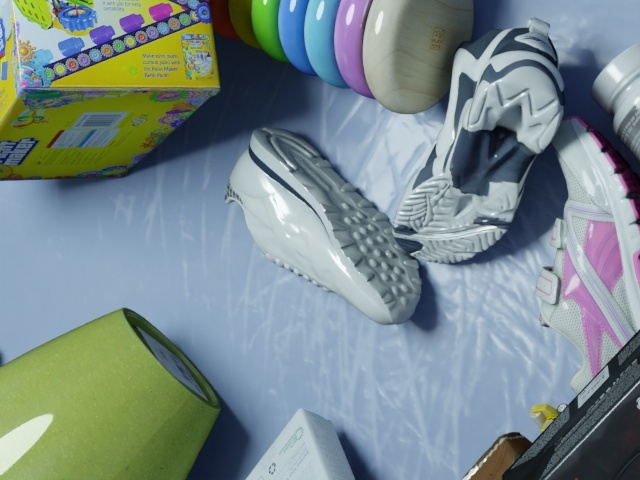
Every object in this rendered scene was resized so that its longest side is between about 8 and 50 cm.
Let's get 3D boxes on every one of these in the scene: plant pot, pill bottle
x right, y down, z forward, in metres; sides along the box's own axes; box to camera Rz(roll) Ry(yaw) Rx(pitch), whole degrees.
[{"bbox_3d":[-0.246,0.212,1.131,0.293,0.275,0.275,-44,66,0],"label":"plant pot"},{"bbox_3d":[0.285,-0.090,0.953,0.078,0.078,0.137,-44,68,18],"label":"pill bottle"}]

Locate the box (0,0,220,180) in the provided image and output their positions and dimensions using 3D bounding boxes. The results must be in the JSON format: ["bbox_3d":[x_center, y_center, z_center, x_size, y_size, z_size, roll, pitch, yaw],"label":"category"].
[{"bbox_3d":[-0.241,-0.227,1.121,0.290,0.177,0.279,-27,69,61],"label":"box"}]

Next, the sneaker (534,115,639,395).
[{"bbox_3d":[0.220,0.023,0.964,0.111,0.103,0.252,-19,76,24],"label":"sneaker"}]

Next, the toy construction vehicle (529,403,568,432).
[{"bbox_3d":[0.220,0.163,0.961,0.098,0.086,0.035,-8,41,41],"label":"toy construction vehicle"}]

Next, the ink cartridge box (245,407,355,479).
[{"bbox_3d":[-0.038,0.297,1.036,0.223,0.045,0.224,-54,28,19],"label":"ink cartridge box"}]

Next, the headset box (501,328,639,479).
[{"bbox_3d":[0.308,0.206,0.851,0.293,0.110,0.218,41,105,1],"label":"headset box"}]

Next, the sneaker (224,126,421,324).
[{"bbox_3d":[0.000,0.000,1.105,0.235,0.090,0.095,50,121,26],"label":"sneaker"}]

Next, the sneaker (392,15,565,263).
[{"bbox_3d":[0.141,-0.095,1.034,0.094,0.153,0.235,20,136,1],"label":"sneaker"}]

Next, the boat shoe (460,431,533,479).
[{"bbox_3d":[0.065,0.287,1.015,0.120,0.122,0.324,43,105,30],"label":"boat shoe"}]

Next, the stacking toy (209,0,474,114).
[{"bbox_3d":[-0.026,-0.221,1.117,0.330,0.141,0.141,21,95,35],"label":"stacking toy"}]
